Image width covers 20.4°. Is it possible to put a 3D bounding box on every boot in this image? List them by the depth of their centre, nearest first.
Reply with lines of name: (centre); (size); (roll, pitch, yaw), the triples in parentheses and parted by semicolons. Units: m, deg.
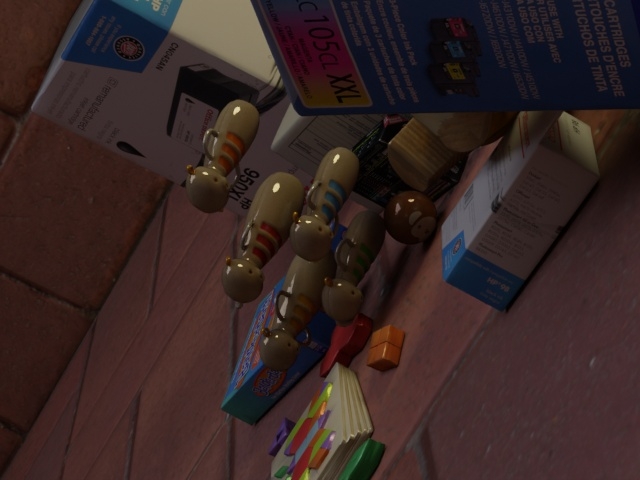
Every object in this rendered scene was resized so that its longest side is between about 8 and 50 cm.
boot: (0.153, -0.164, 1.509); (0.211, 0.104, 0.295); (-46, -8, -14)

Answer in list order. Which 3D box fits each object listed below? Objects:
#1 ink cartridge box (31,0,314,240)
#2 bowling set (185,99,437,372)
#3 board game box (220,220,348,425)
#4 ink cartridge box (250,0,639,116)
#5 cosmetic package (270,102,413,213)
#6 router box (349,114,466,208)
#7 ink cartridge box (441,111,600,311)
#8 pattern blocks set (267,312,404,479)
ink cartridge box: (-0.120, -0.197, 2.220); (0.285, 0.395, 0.166); (-46, 22, 54)
bowling set: (0.000, 0.000, 1.749); (0.199, 0.287, 0.154); (0, 49, 31)
board game box: (-0.032, 0.096, 2.016); (0.210, 0.047, 0.160); (-49, 17, 49)
ink cartridge box: (0.178, -0.233, 1.289); (0.151, 0.395, 0.270); (66, -145, -44)
cosmetic package: (0.083, -0.163, 1.875); (0.296, 0.153, 0.129); (-40, 23, 58)
router box: (0.081, -0.074, 1.815); (0.122, 0.092, 0.038); (-39, 25, 60)
ink cartridge box: (0.170, -0.044, 1.442); (0.180, 0.060, 0.104); (-57, 11, 25)
pattern blocks set: (-0.004, 0.201, 1.706); (0.285, 0.026, 0.325); (-61, 12, 3)
